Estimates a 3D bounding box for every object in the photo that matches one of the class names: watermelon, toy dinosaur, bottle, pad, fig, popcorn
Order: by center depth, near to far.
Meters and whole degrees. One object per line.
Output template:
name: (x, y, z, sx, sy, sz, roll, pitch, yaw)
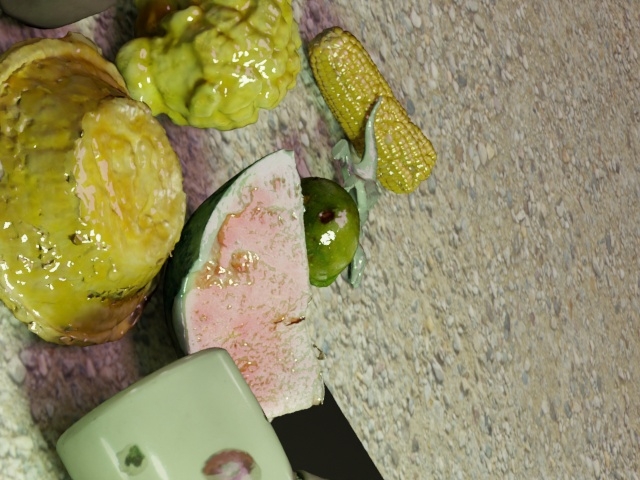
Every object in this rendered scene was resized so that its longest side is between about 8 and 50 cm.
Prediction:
bottle: (-0.092, 0.300, 1.674, 0.351, 0.229, 0.229, 57, 31, 9)
watermelon: (-0.090, 0.049, 1.882, 0.224, 0.180, 0.305, -52, 138, -80)
popcorn: (-0.132, -0.238, 1.897, 0.181, 0.217, 0.235, 82, -6, -65)
fig: (0.000, 0.000, 2.114, 0.156, 0.123, 0.123, 64, 34, -46)
pad: (0.022, 0.312, 2.115, 0.245, 0.006, 0.170, 59, 35, -9)
toy dinosaur: (0.057, -0.074, 2.238, 0.167, 0.053, 0.242, 48, 53, -60)

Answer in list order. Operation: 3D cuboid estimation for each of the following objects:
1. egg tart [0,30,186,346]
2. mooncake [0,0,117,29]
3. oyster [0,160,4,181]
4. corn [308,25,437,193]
egg tart: (-0.243, -0.054, 1.723, 0.341, 0.132, 0.341, 19, 67, -56)
mooncake: (-0.289, -0.347, 1.726, 0.245, 0.133, 0.244, 23, 63, -54)
oyster: (-0.394, -0.077, 1.524, 0.223, 0.083, 0.214, 4, 78, -47)
corn: (0.072, -0.183, 2.291, 0.291, 0.101, 0.101, 57, 39, -35)
